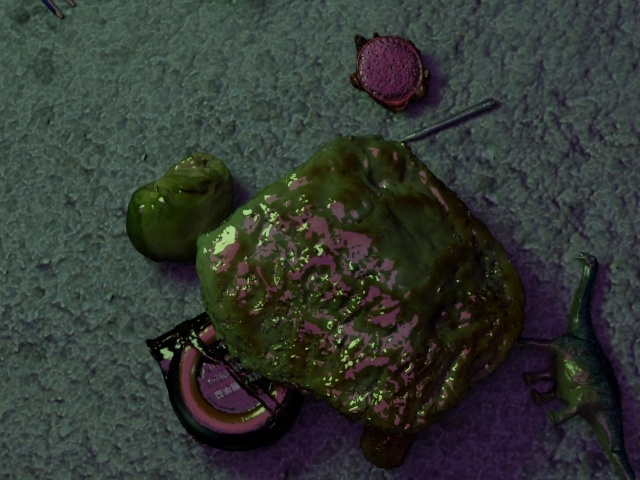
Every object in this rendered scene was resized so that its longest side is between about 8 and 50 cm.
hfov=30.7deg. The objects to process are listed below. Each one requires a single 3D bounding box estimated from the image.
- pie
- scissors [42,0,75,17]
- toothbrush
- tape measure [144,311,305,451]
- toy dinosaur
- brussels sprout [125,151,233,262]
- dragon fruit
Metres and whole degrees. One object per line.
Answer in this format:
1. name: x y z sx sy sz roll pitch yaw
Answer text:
1. pie: 0.062 0.056 1.591 0.418 0.180 0.395 43 75 -4
2. scissors: -0.456 -0.417 1.940 0.039 0.012 0.113 -44 74 -2
3. toothbrush: 0.163 -0.165 1.767 0.219 0.016 0.019 -24 76 4
4. tape measure: -0.124 0.197 1.681 0.202 0.135 0.223 -29 76 -7
5. toy dinosaur: 0.362 0.196 1.619 0.147 0.076 0.363 -13 71 0
6. brussels sprout: -0.209 -0.043 1.747 0.131 0.145 0.183 16 36 37
7. dragon fruit: 0.105 -0.254 1.776 0.126 0.068 0.112 11 90 0
